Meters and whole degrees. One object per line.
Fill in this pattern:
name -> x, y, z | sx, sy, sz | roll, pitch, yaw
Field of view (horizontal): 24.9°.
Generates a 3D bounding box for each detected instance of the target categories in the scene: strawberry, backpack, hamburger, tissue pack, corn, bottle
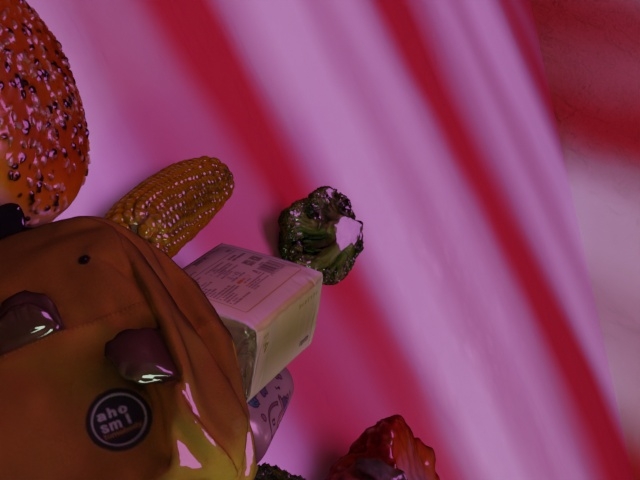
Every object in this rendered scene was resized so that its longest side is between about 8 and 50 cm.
strawberry -> 0.104, 0.401, 2.120 | 0.265, 0.149, 0.336 | 68, 13, 9
backpack -> -0.249, 0.145, 1.342 | 0.378, 0.353, 0.201 | 57, -16, 33
hamburger -> -0.355, -0.139, 1.493 | 0.300, 0.176, 0.300 | 48, 32, -42
tissue pack -> -0.112, 0.101, 1.814 | 0.234, 0.159, 0.125 | -39, 143, -65
corn -> -0.192, -0.041, 1.853 | 0.101, 0.101, 0.310 | 65, 27, -13
bottle -> -0.109, 0.229, 1.833 | 0.110, 0.097, 0.209 | 55, 28, -15

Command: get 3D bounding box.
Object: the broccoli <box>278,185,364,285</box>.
broccoli -> 0.000, 0.000, 2.200 | 0.162, 0.138, 0.146 | -36, 101, -32

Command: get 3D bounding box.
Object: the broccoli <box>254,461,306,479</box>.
broccoli -> -0.147, 0.342, 1.505 | 0.304, 0.321, 0.283 | 43, -2, -20
